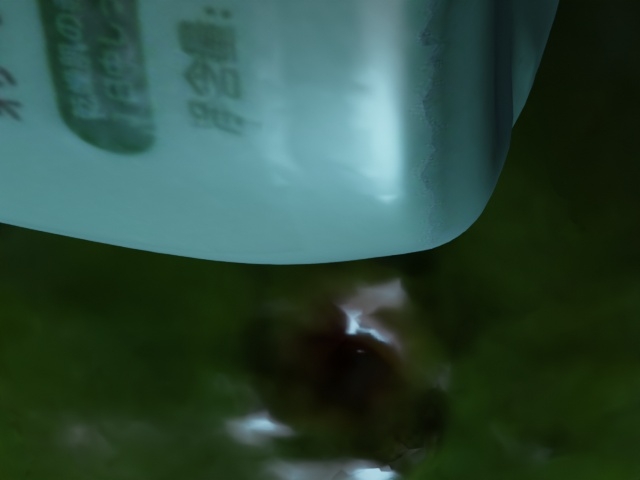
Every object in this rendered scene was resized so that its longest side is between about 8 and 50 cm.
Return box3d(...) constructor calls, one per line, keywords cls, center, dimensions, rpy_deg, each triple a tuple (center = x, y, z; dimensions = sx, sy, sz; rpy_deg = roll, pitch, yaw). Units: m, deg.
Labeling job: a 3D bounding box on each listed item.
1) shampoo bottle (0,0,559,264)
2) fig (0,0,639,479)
box3d(cls="shampoo bottle", center=(-0.120, -0.112, 0.397), dimensions=(0.349, 0.151, 0.222), rpy_deg=(11, 133, 13))
box3d(cls="fig", center=(0.000, 0.000, 0.626), dimensions=(0.316, 0.316, 0.316), rpy_deg=(6, 167, 1))
